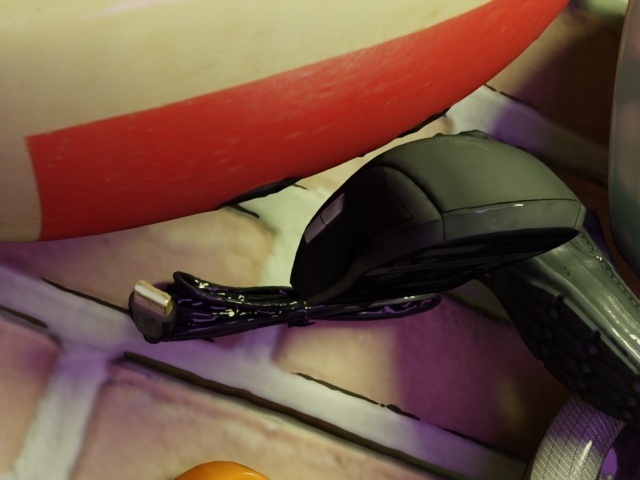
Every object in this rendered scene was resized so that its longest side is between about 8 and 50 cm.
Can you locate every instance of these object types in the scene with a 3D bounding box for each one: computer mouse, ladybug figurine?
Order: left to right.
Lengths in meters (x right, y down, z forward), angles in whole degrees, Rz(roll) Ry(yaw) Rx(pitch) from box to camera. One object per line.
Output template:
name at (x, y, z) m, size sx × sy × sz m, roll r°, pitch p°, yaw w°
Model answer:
ladybug figurine at (-0.044, -0.127, 0.538) m, size 0.449 × 0.305 × 0.162 m, roll -22°, pitch 126°, yaw -14°
computer mouse at (0.000, 0.000, 0.562) m, size 0.184 × 0.262 × 0.060 m, roll -6°, pitch 79°, yaw -14°

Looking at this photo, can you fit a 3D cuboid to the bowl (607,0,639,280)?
bowl at (0.260, -0.068, 0.659) m, size 0.163 × 0.311 × 0.312 m, roll 6°, pitch 85°, yaw 23°

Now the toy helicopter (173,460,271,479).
toy helicopter at (-0.039, 0.307, 0.597) m, size 0.235 × 0.140 × 0.355 m, roll -33°, pitch 113°, yaw -29°

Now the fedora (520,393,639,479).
fedora at (0.196, 0.200, 0.689) m, size 0.243 × 0.124 × 0.276 m, roll 2°, pitch 79°, yaw -23°

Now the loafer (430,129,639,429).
loafer at (0.131, 0.012, 0.644) m, size 0.078 × 0.076 × 0.223 m, roll -30°, pitch 57°, yaw -21°
